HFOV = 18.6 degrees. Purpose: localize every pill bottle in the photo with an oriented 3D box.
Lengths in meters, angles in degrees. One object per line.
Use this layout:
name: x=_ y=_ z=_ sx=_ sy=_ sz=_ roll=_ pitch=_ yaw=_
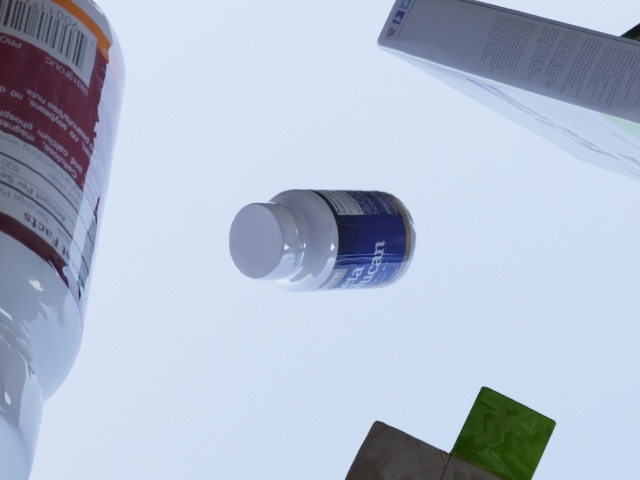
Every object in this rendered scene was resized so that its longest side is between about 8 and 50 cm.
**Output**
pill bottle: x=0.000 y=0.000 z=1.774 sx=0.169 sy=0.094 sz=0.094 roll=-1 pitch=-152 yaw=-47
pill bottle: x=-0.268 y=-0.005 z=1.391 sx=0.224 sy=0.224 sz=0.392 roll=2 pitch=-133 yaw=3

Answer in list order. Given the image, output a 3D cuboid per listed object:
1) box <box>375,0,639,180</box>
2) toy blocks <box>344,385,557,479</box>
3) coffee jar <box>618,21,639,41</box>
box: x=0.217 y=-0.084 z=1.331 sx=0.232 sy=0.058 sz=0.322 roll=25 pitch=-179 yaw=-37
toy blocks: x=-0.002 y=0.291 z=1.134 sx=0.191 sy=0.261 sz=0.381 roll=25 pitch=-120 yaw=5
coffee jar: x=0.300 y=-0.153 z=1.662 sx=0.184 sy=0.079 sz=0.096 roll=-36 pitch=-139 yaw=-17
